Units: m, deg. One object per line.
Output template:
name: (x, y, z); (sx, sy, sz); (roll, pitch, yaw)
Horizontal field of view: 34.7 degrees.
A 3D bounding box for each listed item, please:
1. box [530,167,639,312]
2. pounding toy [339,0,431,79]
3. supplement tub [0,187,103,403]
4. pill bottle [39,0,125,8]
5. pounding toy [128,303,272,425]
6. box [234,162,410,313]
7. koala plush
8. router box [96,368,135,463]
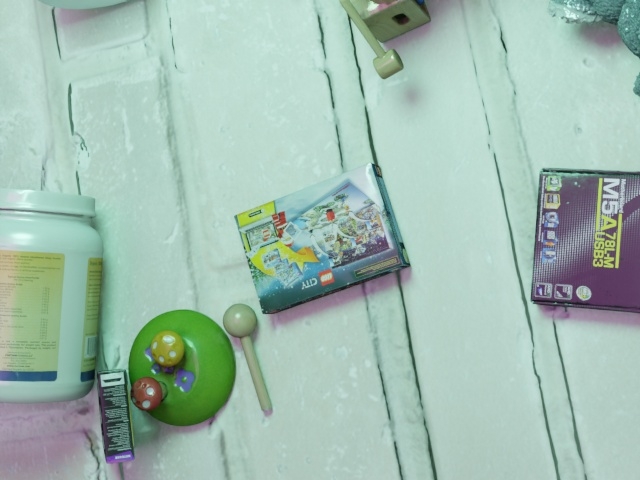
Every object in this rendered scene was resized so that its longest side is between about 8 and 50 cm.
box: (0.384, 0.000, 1.382); (0.184, 0.045, 0.191); (5, 90, 23)
pounding toy: (0.094, -0.335, 1.433); (0.094, 0.181, 0.206); (-22, 80, 18)
supplement tub: (-0.458, 0.082, 1.592); (0.228, 0.228, 0.316); (3, 88, 20)
pill bottle: (-0.389, -0.581, 1.603); (0.224, 0.224, 0.392); (-14, 82, 19)
pounding toy: (-0.209, 0.193, 1.557); (0.237, 0.110, 0.183); (-11, 84, 20)
box: (0.000, 0.000, 1.524); (0.233, 0.044, 0.159); (-20, 81, 18)
koala plush: (0.422, -0.313, 1.320); (0.196, 0.203, 0.221); (-50, 61, 11)
router box: (-0.313, 0.264, 1.560); (0.046, 0.179, 0.133); (-5, 85, -13)
